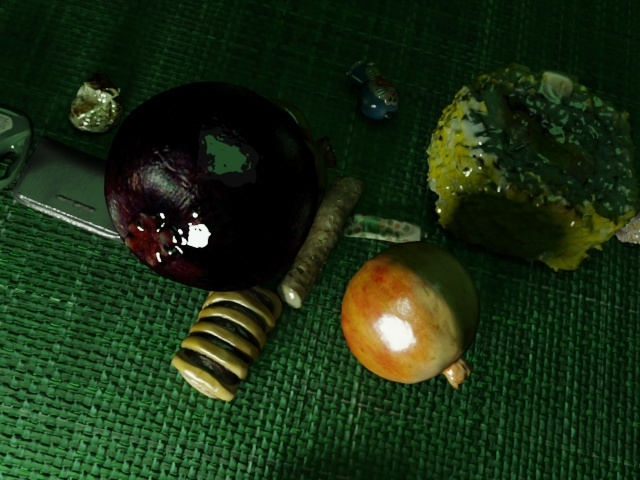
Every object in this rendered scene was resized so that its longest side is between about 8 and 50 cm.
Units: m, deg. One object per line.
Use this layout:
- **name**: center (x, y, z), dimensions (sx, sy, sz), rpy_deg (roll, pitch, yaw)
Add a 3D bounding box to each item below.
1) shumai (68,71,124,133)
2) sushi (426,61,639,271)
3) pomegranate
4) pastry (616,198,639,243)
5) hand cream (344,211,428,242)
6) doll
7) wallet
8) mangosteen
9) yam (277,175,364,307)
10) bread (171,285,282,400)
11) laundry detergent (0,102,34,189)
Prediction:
- **shumai**: center (-0.430, -0.271, 1.805), dimensions (0.098, 0.087, 0.124), rpy_deg (20, 63, -4)
- **sushi**: center (0.414, -0.158, 1.860), dimensions (0.396, 0.240, 0.352), rpy_deg (16, 61, -8)
- **pomegranate**: center (0.171, 0.142, 1.649), dimensions (0.229, 0.252, 0.270), rpy_deg (-25, 69, -44)
- **pastry**: center (0.746, -0.053, 1.954), dimensions (0.265, 0.112, 0.103), rpy_deg (-4, 54, -16)
- **hand cream**: center (0.129, -0.022, 1.845), dimensions (0.165, 0.037, 0.057), rpy_deg (9, 62, -2)
- **doll**: center (0.114, -0.310, 1.953), dimensions (0.114, 0.085, 0.152), rpy_deg (2, 51, -33)
- **wallet**: center (-0.434, -0.093, 1.741), dimensions (0.250, 0.044, 0.149), rpy_deg (23, 65, -1)
- **mangosteen**: center (-0.162, -0.114, 1.639), dimensions (0.382, 0.382, 0.435), rpy_deg (38, 48, 7)
- **yam**: center (0.000, 0.000, 1.782), dimensions (0.066, 0.066, 0.300), rpy_deg (26, 61, 1)
- **bread**: center (-0.163, 0.167, 1.650), dimensions (0.134, 0.081, 0.225), rpy_deg (26, 60, 1)
- **laundry detergent**: center (-0.615, -0.146, 1.705), dimensions (0.144, 0.078, 0.222), rpy_deg (14, 61, -6)
